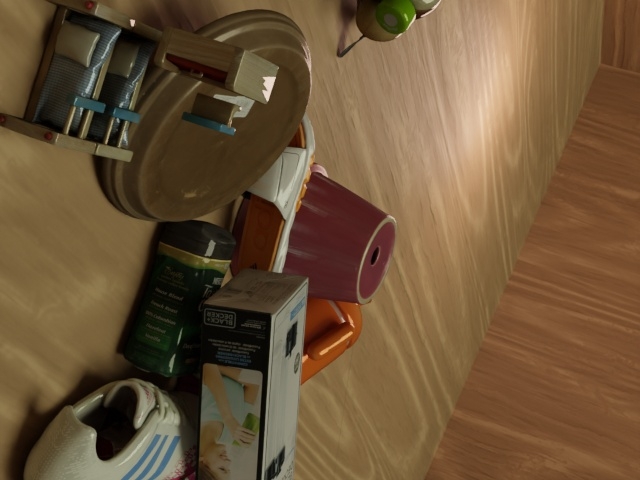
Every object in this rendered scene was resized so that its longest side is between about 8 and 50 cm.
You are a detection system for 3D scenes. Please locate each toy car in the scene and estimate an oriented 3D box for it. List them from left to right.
[{"bbox_3d":[0.080,-0.343,1.472,0.155,0.149,0.188,-53,-178,-31],"label":"toy car"}]

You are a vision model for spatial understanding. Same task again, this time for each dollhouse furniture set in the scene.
[{"bbox_3d":[-0.160,-0.129,0.912,0.129,0.183,0.129,6,103,-69],"label":"dollhouse furniture set"}]

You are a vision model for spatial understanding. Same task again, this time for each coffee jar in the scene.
[{"bbox_3d":[-0.165,0.065,1.226,0.096,0.079,0.184,6,102,-70],"label":"coffee jar"}]

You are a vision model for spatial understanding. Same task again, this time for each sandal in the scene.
[{"bbox_3d":[-0.077,-0.054,1.307,0.076,0.102,0.265,2,101,-45],"label":"sandal"}]

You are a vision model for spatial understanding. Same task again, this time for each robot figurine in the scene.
[{"bbox_3d":[-0.029,0.135,1.524,0.219,0.128,0.158,-34,166,-27],"label":"robot figurine"}]

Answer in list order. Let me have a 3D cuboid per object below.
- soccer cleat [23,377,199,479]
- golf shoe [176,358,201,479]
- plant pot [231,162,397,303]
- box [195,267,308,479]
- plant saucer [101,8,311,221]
[{"bbox_3d":[-0.202,0.217,1.196,0.143,0.116,0.331,-63,161,18],"label":"soccer cleat"},{"bbox_3d":[-0.142,0.242,1.437,0.140,0.115,0.306,-49,157,-77],"label":"golf shoe"},{"bbox_3d":[0.000,0.000,1.441,0.201,0.180,0.201,-50,152,-41],"label":"plant pot"},{"bbox_3d":[-0.084,0.196,1.259,0.169,0.087,0.290,-43,139,-72],"label":"box"},{"bbox_3d":[-0.110,-0.121,1.109,0.278,0.041,0.278,-36,155,-20],"label":"plant saucer"}]
